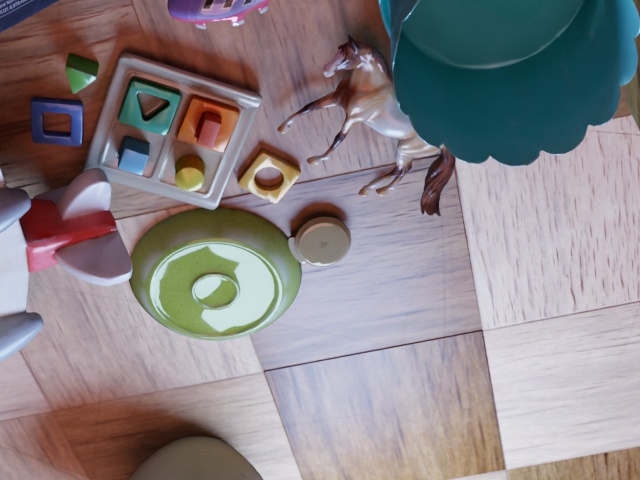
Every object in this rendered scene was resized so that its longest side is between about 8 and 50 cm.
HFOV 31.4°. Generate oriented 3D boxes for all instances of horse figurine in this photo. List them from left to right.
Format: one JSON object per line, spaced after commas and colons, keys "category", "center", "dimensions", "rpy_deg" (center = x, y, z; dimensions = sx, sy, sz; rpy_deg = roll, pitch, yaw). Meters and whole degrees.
{"category": "horse figurine", "center": [0.077, -0.135, 1.407], "dimensions": [0.263, 0.066, 0.174], "rpy_deg": [32, 122, -26]}

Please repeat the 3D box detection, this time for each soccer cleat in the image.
{"category": "soccer cleat", "center": [-0.054, -0.305, 1.249], "dimensions": [0.248, 0.083, 0.095], "rpy_deg": [-14, 129, 3]}

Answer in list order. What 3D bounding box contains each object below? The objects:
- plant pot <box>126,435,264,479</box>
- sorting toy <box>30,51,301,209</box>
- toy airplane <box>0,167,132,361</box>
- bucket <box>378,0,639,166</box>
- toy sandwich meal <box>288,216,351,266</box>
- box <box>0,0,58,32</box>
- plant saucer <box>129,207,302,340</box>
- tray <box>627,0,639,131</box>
{"category": "plant pot", "center": [-0.194, 0.416, 1.765], "dimensions": [0.284, 0.191, 0.284], "rpy_deg": [-2, 130, -3]}
{"category": "sorting toy", "center": [-0.185, -0.123, 1.411], "dimensions": [0.348, 0.047, 0.196], "rpy_deg": [15, 127, -16]}
{"category": "toy airplane", "center": [-0.419, 0.041, 1.384], "dimensions": [0.384, 0.272, 0.386], "rpy_deg": [-22, 146, 27]}
{"category": "bucket", "center": [0.198, -0.241, 1.253], "dimensions": [0.281, 0.183, 0.281], "rpy_deg": [-2, 129, -2]}
{"category": "toy sandwich meal", "center": [0.000, 0.000, 1.540], "dimensions": [0.085, 0.029, 0.085], "rpy_deg": [-4, 120, -7]}
{"category": "box", "center": [-0.375, -0.395, 0.996], "dimensions": [0.343, 0.179, 0.312], "rpy_deg": [25, 132, 17]}
{"category": "plant saucer", "center": [-0.145, 0.059, 1.573], "dimensions": [0.241, 0.037, 0.241], "rpy_deg": [-1, 130, -2]}
{"category": "tray", "center": [0.383, -0.264, 1.232], "dimensions": [0.076, 0.203, 0.411], "rpy_deg": [-11, 129, 6]}
